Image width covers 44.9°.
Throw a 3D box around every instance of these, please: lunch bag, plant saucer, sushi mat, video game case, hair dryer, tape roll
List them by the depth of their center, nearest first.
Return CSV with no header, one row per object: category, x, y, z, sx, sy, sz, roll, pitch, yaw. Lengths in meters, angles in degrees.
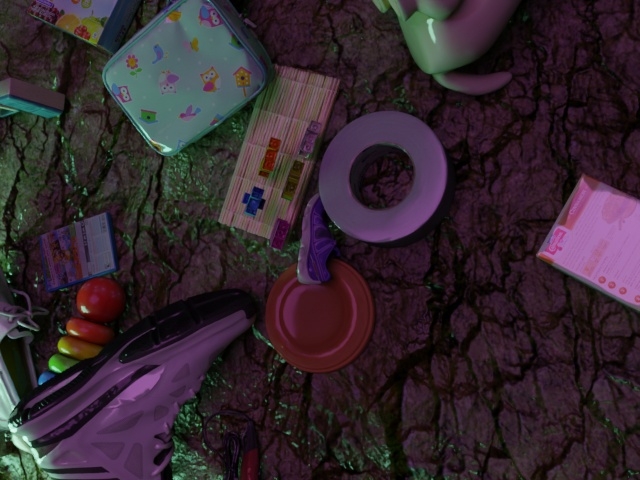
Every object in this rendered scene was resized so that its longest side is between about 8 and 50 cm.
hair dryer,-0.120,0.438,1.280,0.293,0.080,0.224,29,92,23
tape roll,0.110,-0.099,1.284,0.219,0.072,0.219,-3,81,21
plant saucer,-0.006,0.124,1.311,0.199,0.037,0.200,-3,80,21
lunch bag,-0.234,-0.306,1.379,0.279,0.108,0.224,-32,103,21
sushi mat,-0.075,-0.161,1.396,0.151,0.019,0.317,16,87,24
video game case,-0.476,0.024,1.523,0.166,0.015,0.119,-17,76,18

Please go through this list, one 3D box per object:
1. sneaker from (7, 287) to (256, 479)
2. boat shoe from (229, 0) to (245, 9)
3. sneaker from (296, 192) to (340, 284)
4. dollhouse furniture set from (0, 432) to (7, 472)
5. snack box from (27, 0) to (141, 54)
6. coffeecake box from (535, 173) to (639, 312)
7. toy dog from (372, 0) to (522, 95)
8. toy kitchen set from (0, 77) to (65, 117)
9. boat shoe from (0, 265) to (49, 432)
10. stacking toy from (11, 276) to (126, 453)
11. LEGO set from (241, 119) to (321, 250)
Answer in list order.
sneaker,-0.273,0.282,1.343,0.447,0.169,0.258,-30,107,-8
boat shoe,-0.185,-0.469,1.450,0.104,0.110,0.308,22,100,18
sneaker,0.000,0.000,1.308,0.071,0.068,0.170,6,63,-1
dollhouse furniture set,-0.706,0.462,1.492,0.181,0.101,0.161,-19,75,17
snack box,-0.472,-0.498,1.579,0.207,0.070,0.175,28,92,22
coffeecake box,0.437,0.009,1.140,0.185,0.068,0.142,31,93,23
toy dog,0.275,-0.457,1.161,0.407,0.284,0.395,-34,100,7
toy kitchen set,-0.640,-0.221,1.594,0.207,0.122,0.166,-4,79,41
boat shoe,-0.595,0.172,1.481,0.156,0.136,0.367,-16,79,18
stacking toy,-0.446,0.226,1.424,0.141,0.141,0.331,12,80,23
LEGO set,-0.078,-0.101,1.337,0.087,0.093,0.227,20,82,-8
